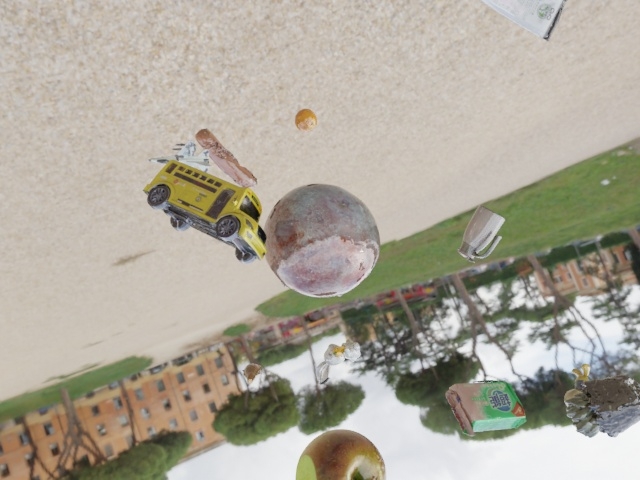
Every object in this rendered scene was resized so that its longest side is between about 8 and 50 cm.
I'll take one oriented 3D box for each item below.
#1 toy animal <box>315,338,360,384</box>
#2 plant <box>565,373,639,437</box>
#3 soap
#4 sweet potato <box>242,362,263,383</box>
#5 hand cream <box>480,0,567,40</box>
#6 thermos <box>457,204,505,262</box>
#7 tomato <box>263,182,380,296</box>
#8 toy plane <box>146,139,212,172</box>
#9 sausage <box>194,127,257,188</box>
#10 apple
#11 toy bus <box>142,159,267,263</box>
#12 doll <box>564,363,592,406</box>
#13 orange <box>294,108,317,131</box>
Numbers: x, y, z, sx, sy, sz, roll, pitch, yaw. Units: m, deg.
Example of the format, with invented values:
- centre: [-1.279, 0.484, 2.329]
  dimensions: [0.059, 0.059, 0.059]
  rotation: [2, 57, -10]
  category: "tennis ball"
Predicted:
- centre: [0.060, 0.438, 2.048]
  dimensions: [0.181, 0.127, 0.131]
  rotation: [-20, -168, -17]
  category: "toy animal"
- centre: [0.767, 0.446, 1.504]
  dimensions: [0.194, 0.129, 0.132]
  rotation: [-35, -158, 29]
  category: "plant"
- centre: [0.599, 0.607, 2.029]
  dimensions: [0.273, 0.218, 0.098]
  rotation: [6, 134, -27]
  category: "soap"
- centre: [-0.250, 0.484, 2.053]
  dimensions: [0.072, 0.066, 0.314]
  rotation: [19, 168, 0]
  category: "sweet potato"
- centre: [0.493, -0.664, 1.491]
  dimensions: [0.121, 0.336, 0.076]
  rotation: [-63, -177, 14]
  category: "hand cream"
- centre: [0.576, -0.014, 1.998]
  dimensions: [0.105, 0.137, 0.193]
  rotation: [26, 98, -42]
  category: "thermos"
- centre: [0.000, 0.000, 1.501]
  dimensions: [0.316, 0.317, 0.282]
  rotation: [-16, 145, -40]
  category: "tomato"
- centre: [-0.510, -0.296, 2.051]
  dimensions: [0.234, 0.160, 0.082]
  rotation: [5, -152, -4]
  category: "toy plane"
- centre: [-0.385, -0.326, 2.298]
  dimensions: [0.079, 0.326, 0.087]
  rotation: [-27, -153, 37]
  category: "sausage"
- centre: [0.065, 0.936, 2.186]
  dimensions: [0.374, 0.374, 0.384]
  rotation: [-29, -153, 55]
  category: "apple"
- centre: [-0.260, -0.076, 1.354]
  dimensions: [0.151, 0.331, 0.145]
  rotation: [-58, 154, -18]
  category: "toy bus"
- centre: [0.792, 0.469, 1.706]
  dimensions: [0.089, 0.179, 0.102]
  rotation: [15, 147, -10]
  category: "doll"
- centre: [-0.052, -0.426, 1.982]
  dimensions: [0.083, 0.083, 0.083]
  rotation: [-21, 174, -2]
  category: "orange"
